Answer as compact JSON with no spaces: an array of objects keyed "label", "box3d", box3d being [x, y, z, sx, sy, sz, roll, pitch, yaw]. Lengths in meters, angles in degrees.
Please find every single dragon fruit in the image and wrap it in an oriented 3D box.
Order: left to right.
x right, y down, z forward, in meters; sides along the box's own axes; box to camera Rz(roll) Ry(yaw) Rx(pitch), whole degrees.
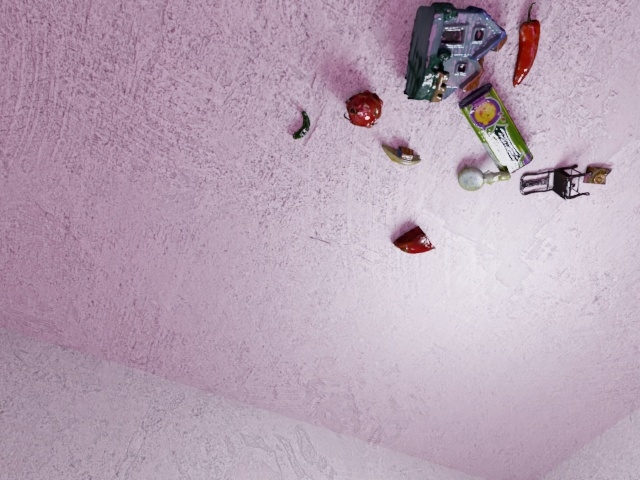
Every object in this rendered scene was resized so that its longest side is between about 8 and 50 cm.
[{"label":"dragon fruit","box3d":[0.157,-0.472,1.460,0.136,0.166,0.133,-11,103,42]},{"label":"dragon fruit","box3d":[0.416,0.027,1.780,0.161,0.127,0.120,-30,108,17]}]

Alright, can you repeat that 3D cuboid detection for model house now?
[{"label":"model house","box3d":[0.473,-0.614,1.329,0.329,0.252,0.295,0,121,-6]}]

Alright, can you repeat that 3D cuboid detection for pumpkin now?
[{"label":"pumpkin","box3d":[1.121,-0.266,1.634,0.101,0.035,0.073,9,110,0]}]

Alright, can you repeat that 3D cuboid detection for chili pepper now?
[{"label":"chili pepper","box3d":[-0.067,-0.440,1.559,0.055,0.035,0.118,10,126,-24]},{"label":"chili pepper","box3d":[0.713,-0.668,1.384,0.063,0.071,0.272,-30,131,-27]}]

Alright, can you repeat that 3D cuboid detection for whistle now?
[{"label":"whistle","box3d":[0.653,-0.253,1.603,0.198,0.057,0.104,-4,130,34]}]

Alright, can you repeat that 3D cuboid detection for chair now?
[{"label":"chair","box3d":[0.946,-0.225,1.621,0.229,0.113,0.106,-12,118,5]}]

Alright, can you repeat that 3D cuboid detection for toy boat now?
[{"label":"toy boat","box3d":[0.319,-0.343,1.589,0.172,0.065,0.066,13,134,-12]}]

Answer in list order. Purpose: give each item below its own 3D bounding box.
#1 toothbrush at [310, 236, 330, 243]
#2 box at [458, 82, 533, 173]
[{"label":"toothbrush","box3d":[0.000,0.000,1.838,0.097,0.008,0.006,17,134,-10]},{"label":"box","box3d":[0.668,-0.413,1.520,0.134,0.097,0.345,-32,116,28]}]
